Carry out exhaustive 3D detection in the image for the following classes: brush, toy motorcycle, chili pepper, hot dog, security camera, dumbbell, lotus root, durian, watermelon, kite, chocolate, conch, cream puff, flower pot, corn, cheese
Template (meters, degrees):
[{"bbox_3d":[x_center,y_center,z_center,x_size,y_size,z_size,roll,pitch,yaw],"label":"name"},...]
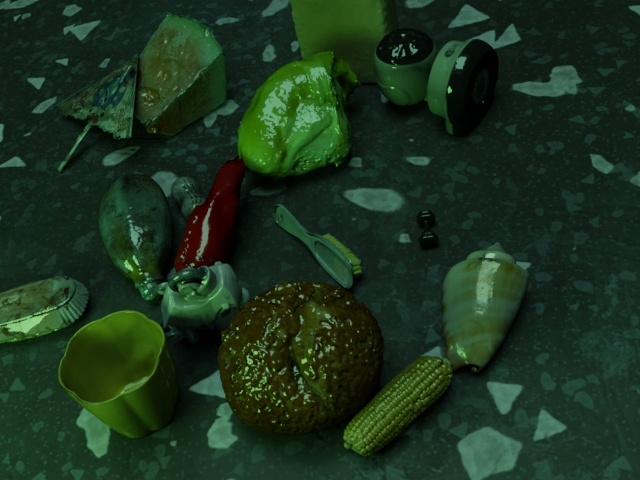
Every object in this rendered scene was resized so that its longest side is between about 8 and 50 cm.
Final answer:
[{"bbox_3d":[0.000,0.000,1.717,0.060,0.068,0.297,-19,42,-30],"label":"brush"},{"bbox_3d":[-0.213,0.115,1.545,0.170,0.260,0.110,-3,61,-18],"label":"toy motorcycle"},{"bbox_3d":[-0.228,-0.023,1.734,0.110,0.110,0.388,6,64,19],"label":"chili pepper"},{"bbox_3d":[-0.615,0.145,1.730,0.267,0.075,0.144,-14,42,6],"label":"hot dog"},{"bbox_3d":[0.249,-0.385,1.905,0.277,0.191,0.197,21,58,30],"label":"security camera"},{"bbox_3d":[0.218,-0.023,1.691,0.035,0.040,0.083,13,47,-14],"label":"dumbbell"},{"bbox_3d":[-0.394,-0.015,1.773,0.158,0.140,0.322,-18,50,-3],"label":"lotus root"},{"bbox_3d":[-0.049,-0.277,1.879,0.339,0.204,0.256,-21,59,-4],"label":"durian"},{"bbox_3d":[-0.374,-0.412,2.135,0.264,0.151,0.302,37,85,35],"label":"watermelon"},{"bbox_3d":[-0.561,-0.327,2.097,0.406,0.014,0.369,25,80,44],"label":"kite"},{"bbox_3d":[-0.285,-0.083,1.851,0.072,0.072,0.167,-28,46,-11],"label":"chocolate"},{"bbox_3d":[0.291,0.105,1.496,0.158,0.127,0.255,5,51,17],"label":"conch"},{"bbox_3d":[-0.037,0.190,1.449,0.302,0.212,0.303,-5,45,5],"label":"cream puff"},{"bbox_3d":[-0.346,0.255,1.490,0.195,0.179,0.195,-7,46,7],"label":"flower pot"},{"bbox_3d":[0.136,0.278,1.416,0.238,0.080,0.080,-37,51,-21],"label":"corn"},{"bbox_3d":[0.063,-0.522,2.020,0.242,0.266,0.124,7,49,20],"label":"cheese"}]
